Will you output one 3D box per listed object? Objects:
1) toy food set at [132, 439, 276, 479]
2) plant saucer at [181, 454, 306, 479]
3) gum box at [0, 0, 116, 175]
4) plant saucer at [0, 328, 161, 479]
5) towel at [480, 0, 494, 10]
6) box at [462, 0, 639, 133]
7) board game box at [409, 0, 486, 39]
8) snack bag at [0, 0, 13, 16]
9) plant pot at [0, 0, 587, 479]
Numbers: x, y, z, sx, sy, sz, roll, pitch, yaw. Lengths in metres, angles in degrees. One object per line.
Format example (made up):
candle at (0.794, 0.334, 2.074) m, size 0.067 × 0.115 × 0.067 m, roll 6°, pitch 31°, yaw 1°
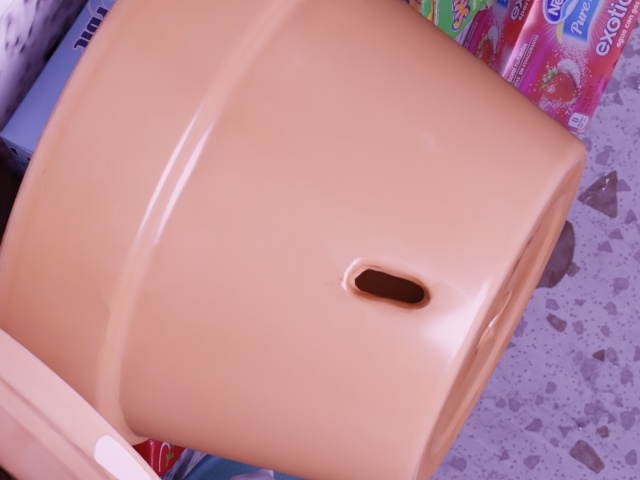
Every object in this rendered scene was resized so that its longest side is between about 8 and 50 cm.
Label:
toy food set at (-0.077, 0.169, 1.160) m, size 0.104 × 0.111 × 0.232 m, roll -36°, pitch 128°, yaw -65°
plant saucer at (-0.063, 0.282, 1.213) m, size 0.044 × 0.318 × 0.317 m, roll 30°, pitch 85°, yaw -37°
gum box at (-0.093, -0.073, 0.805) m, size 0.157 × 0.041 × 0.184 m, roll -60°, pitch 168°, yaw -16°
plant saucer at (-0.128, 0.095, 0.636) m, size 0.037 × 0.200 × 0.200 m, roll -48°, pitch 162°, yaw -23°
towel at (0.175, -0.297, 1.495) m, size 0.110 × 0.027 × 0.148 m, roll -64°, pitch 167°, yaw -6°
box at (0.256, -0.259, 1.584) m, size 0.256 × 0.123 × 0.128 m, roll -67°, pitch -159°, yaw 16°
board game box at (0.144, -0.269, 1.345) m, size 0.259 × 0.039 × 0.124 m, roll -53°, pitch 155°, yaw -36°
snack bag at (-0.155, -0.123, 0.461) m, size 0.323 × 0.037 × 0.342 m, roll -59°, pitch 167°, yaw -23°
plant pot at (0.000, 0.000, 0.762) m, size 0.291 × 0.204 × 0.291 m, roll -57°, pitch 166°, yaw -22°
